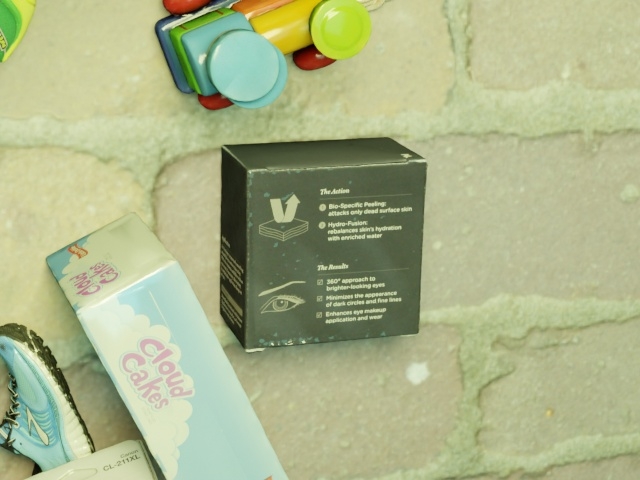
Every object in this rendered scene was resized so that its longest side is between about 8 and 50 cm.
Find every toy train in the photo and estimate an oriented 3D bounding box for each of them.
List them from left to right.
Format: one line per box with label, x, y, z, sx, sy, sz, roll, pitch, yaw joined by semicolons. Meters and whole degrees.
toy train;0.004;-0.180;1.064;0.248;0.143;0.105;-24;113;-11

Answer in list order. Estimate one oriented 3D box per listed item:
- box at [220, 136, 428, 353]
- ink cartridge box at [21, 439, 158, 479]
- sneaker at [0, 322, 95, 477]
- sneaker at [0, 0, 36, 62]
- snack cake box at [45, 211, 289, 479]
box;0.000;0.000;1.146;0.156;0.093;0.158;-4;108;-18
ink cartridge box;-0.185;0.268;1.145;0.127;0.072;0.175;-20;133;-12
sneaker;-0.241;0.146;1.124;0.073;0.063;0.162;-22;112;-8
sneaker;-0.351;-0.188;0.957;0.295;0.109;0.124;19;95;-24
snack cake box;-0.117;0.122;1.110;0.089;0.152;0.264;-28;113;-9
